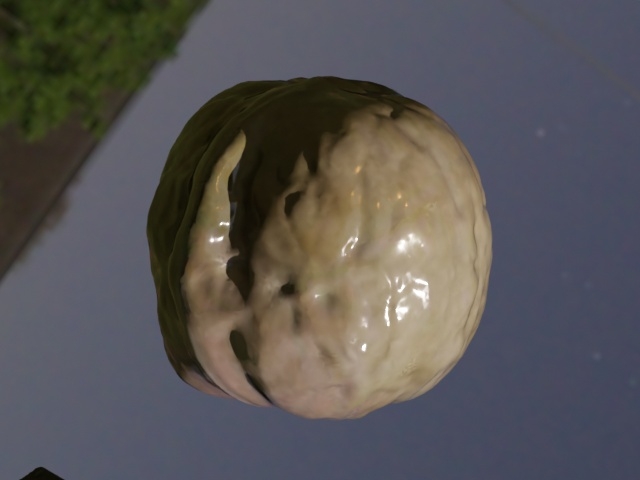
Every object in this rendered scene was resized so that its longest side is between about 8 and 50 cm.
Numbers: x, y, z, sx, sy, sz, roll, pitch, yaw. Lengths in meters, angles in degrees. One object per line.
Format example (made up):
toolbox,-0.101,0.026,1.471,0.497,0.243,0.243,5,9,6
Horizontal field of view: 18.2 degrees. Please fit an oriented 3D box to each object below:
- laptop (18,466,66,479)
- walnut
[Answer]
laptop,-0.267,0.310,1.993,0.207,0.026,0.154,24,-135,37
walnut,-0.002,0.000,1.350,0.248,0.248,0.248,-49,-164,19
